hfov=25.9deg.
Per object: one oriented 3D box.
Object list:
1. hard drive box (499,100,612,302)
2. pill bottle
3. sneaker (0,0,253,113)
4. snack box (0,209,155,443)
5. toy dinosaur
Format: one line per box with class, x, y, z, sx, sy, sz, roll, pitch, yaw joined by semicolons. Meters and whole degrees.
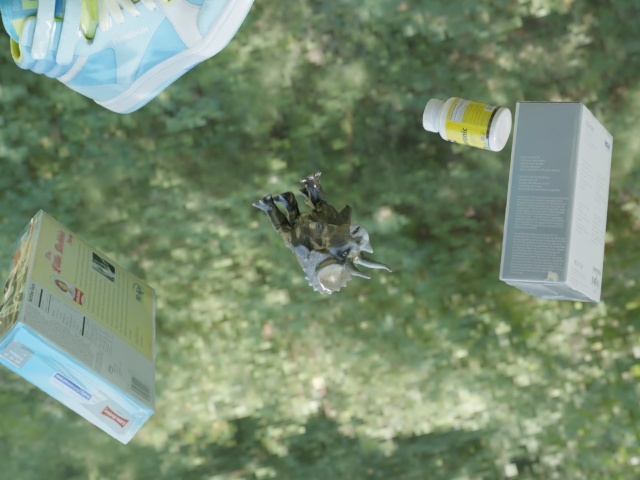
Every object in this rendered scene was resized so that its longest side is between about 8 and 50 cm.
hard drive box;0.309;-0.047;1.807;0.089;0.232;0.181;3;171;25
pill bottle;0.209;-0.170;1.997;0.116;0.065;0.065;16;-172;26
sneaker;-0.216;-0.256;1.480;0.208;0.127;0.319;16;141;-37
snack box;-0.286;0.093;1.659;0.060;0.187;0.322;-48;-160;14
toy dinosaur;0.000;0.000;1.825;0.121;0.160;0.313;-25;176;-1
